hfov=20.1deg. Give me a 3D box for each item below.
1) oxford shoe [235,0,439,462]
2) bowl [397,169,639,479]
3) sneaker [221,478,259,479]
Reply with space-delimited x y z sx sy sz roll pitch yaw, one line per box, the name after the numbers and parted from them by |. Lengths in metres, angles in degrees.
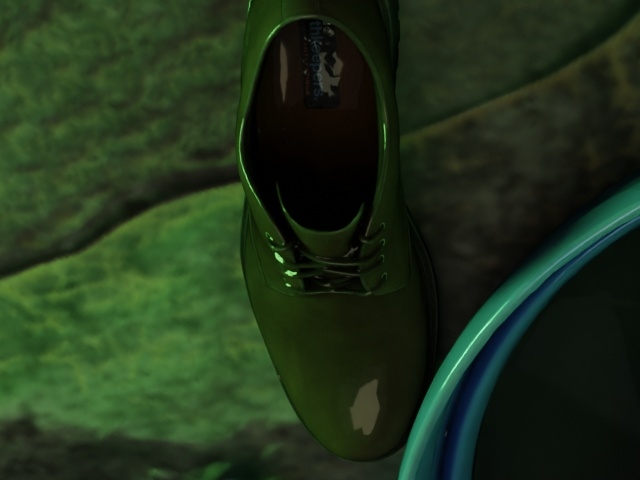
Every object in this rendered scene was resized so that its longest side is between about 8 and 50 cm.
0.000 0.000 0.731 0.083 0.096 0.227 -6 114 9 | oxford shoe
0.227 0.127 0.764 0.391 0.077 0.391 3 114 7 | bowl
-0.087 0.241 0.842 0.146 0.102 0.293 8 114 5 | sneaker
